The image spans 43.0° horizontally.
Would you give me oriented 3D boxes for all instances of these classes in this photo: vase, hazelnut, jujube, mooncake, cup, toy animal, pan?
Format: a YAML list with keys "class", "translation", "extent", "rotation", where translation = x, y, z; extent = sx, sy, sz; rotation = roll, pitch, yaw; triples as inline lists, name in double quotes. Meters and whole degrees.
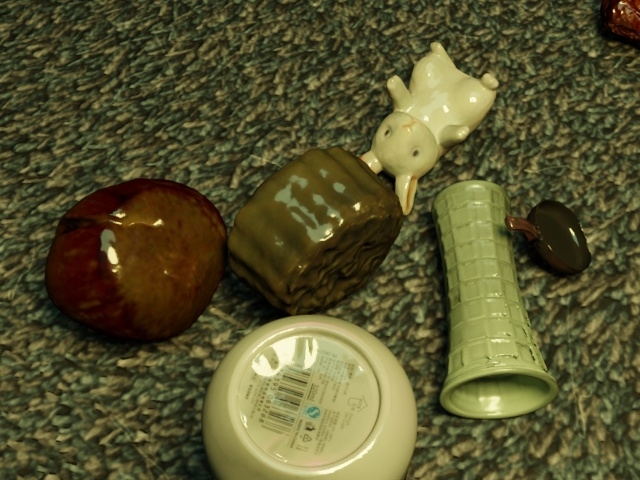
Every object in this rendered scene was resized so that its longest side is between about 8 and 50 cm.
- class: "vase"
  translation: [0.214, 0.067, 1.059]
  extent: [0.143, 0.143, 0.298]
  rotation: [0, 55, -1]
- class: "hazelnut"
  translation: [-0.234, 0.030, 1.052]
  extent: [0.234, 0.218, 0.218]
  rotation: [-20, 58, -35]
- class: "jujube"
  translation: [0.587, -0.378, 1.337]
  extent: [0.237, 0.168, 0.168]
  rotation: [7, 57, 11]
- class: "mooncake"
  translation: [0.000, 0.000, 1.042]
  extent: [0.228, 0.228, 0.124]
  rotation: [-36, 62, -21]
- class: "cup"
  translation: [-0.013, 0.219, 0.846]
  extent: [0.212, 0.317, 0.212]
  rotation: [0, 57, 0]
- class: "toy animal"
  translation: [0.142, -0.159, 1.197]
  extent: [0.140, 0.138, 0.282]
  rotation: [38, 65, 16]
- class: "pan"
  translation: [0.299, -0.006, 1.100]
  extent: [0.212, 0.040, 0.114]
  rotation: [6, 57, -46]
